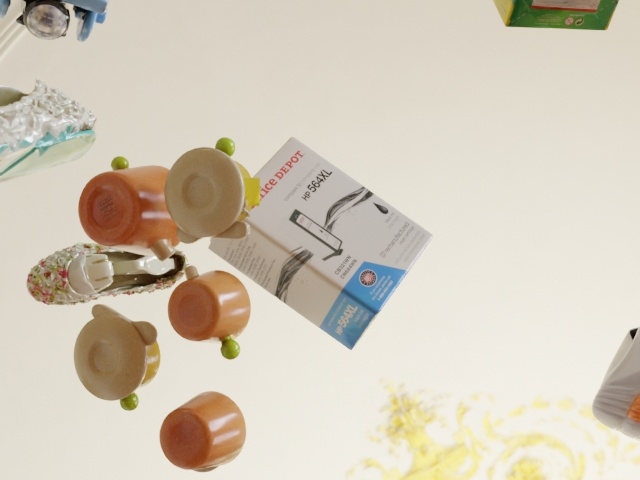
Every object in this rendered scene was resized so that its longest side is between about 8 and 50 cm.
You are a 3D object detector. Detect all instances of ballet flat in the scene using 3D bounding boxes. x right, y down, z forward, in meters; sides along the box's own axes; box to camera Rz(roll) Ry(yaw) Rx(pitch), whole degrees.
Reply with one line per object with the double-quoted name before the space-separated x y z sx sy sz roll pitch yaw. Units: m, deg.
"ballet flat" -0.292 0.039 1.387 0.241 0.077 0.091 -10 -92 -39
"ballet flat" -0.450 -0.123 1.241 0.147 0.409 0.147 7 -71 22

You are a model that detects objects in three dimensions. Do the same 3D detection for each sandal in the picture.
"sandal" 0.359 0.115 0.996 0.102 0.076 0.265 24 -39 15

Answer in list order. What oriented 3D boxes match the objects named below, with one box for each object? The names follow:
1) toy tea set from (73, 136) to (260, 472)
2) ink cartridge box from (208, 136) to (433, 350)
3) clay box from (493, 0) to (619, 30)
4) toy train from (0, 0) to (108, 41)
"toy tea set" -0.141 0.064 0.997 0.200 0.124 0.336 4 -88 24
"ink cartridge box" 0.000 0.000 1.104 0.203 0.148 0.086 35 -40 5
"clay box" 0.255 -0.335 1.172 0.127 0.222 0.053 -1 -43 -12
"toy train" -0.172 -0.215 0.655 0.080 0.184 0.105 13 -47 -23
